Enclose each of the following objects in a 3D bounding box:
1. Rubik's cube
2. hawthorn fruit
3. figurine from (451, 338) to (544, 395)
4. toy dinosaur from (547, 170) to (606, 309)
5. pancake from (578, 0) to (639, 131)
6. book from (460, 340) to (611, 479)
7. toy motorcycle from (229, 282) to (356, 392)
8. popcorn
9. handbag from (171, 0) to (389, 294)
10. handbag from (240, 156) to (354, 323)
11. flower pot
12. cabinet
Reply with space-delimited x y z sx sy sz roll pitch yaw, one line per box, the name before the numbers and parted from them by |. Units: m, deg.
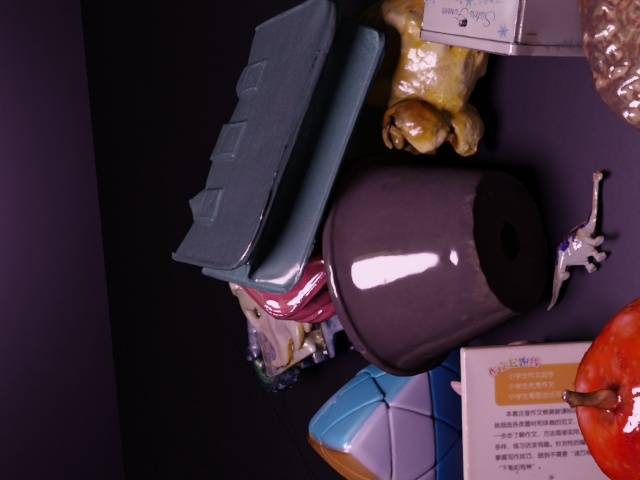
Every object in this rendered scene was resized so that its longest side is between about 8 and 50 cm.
Rubik's cube | 0.094 0.211 1.059 0.254 0.254 0.254 22 115 58
hawthorn fruit | 0.286 0.125 0.694 0.196 0.225 0.196 -7 82 60
figurine | 0.227 0.161 0.901 0.125 0.138 0.125 4 94 62
toy dinosaur | 0.272 0.016 0.891 0.058 0.037 0.180 -98 25 -57
pancake | 0.337 -0.208 0.676 0.286 0.033 0.288 11 106 49
book | 0.241 0.245 0.817 0.020 0.208 0.295 -150 58 -85
toy motorcycle | -0.019 0.095 1.302 0.410 0.169 0.237 -29 78 52
popcorn | 0.110 -0.193 0.993 0.168 0.173 0.195 5 90 21
handbag | -0.055 -0.108 0.980 0.238 0.089 0.326 8 78 60
handbag | 0.000 0.000 1.085 0.225 0.135 0.146 -48 64 11
flower pot | 0.146 0.014 0.944 0.166 0.269 0.269 -13 85 38
cabinet | 0.203 -0.292 0.823 0.145 0.150 0.206 31 122 55
